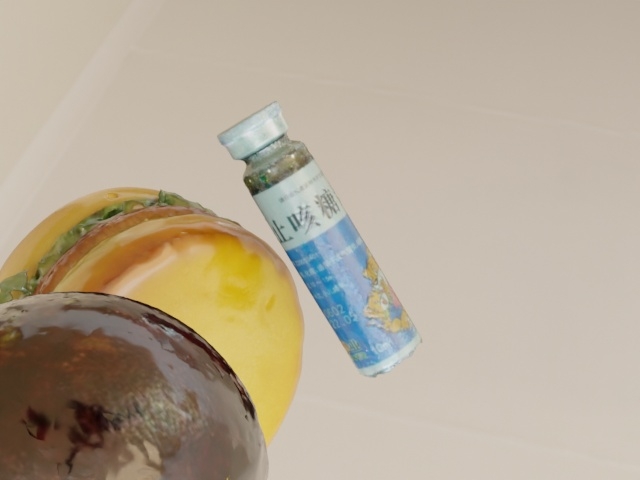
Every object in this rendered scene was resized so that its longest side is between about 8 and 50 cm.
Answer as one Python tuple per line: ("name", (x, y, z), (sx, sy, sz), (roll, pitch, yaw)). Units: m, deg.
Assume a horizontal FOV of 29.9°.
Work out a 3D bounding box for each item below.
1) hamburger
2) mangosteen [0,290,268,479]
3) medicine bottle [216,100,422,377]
("hamburger", (-0.140, 0.077, 0.867), (0.246, 0.246, 0.170), (-25, -147, -32))
("mangosteen", (-0.114, 0.168, 0.603), (0.231, 0.231, 0.289), (-32, -96, -37))
("medicine bottle", (0.000, 0.000, 0.798), (0.051, 0.191, 0.051), (-31, -171, 5))
